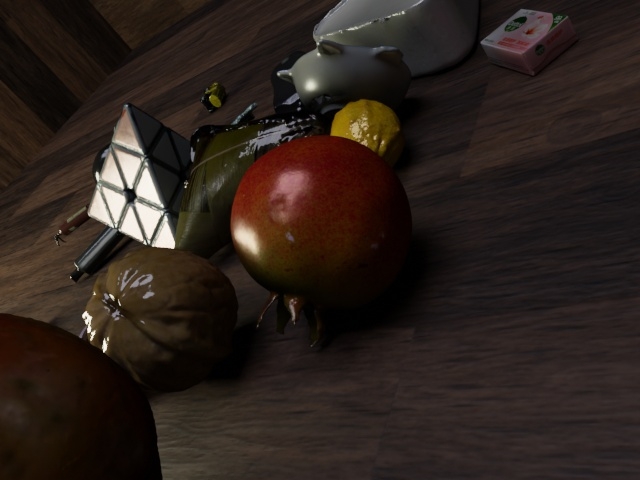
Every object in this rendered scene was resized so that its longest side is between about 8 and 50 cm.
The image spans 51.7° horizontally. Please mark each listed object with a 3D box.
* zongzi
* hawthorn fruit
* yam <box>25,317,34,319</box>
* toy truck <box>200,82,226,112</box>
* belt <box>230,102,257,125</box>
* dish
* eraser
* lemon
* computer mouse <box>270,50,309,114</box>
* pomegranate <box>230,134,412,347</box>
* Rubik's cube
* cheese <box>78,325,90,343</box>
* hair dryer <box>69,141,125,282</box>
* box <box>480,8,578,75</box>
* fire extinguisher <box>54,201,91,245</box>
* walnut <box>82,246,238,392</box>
[{"bbox_3d":[-0.118,-0.062,1.117,0.289,0.154,0.318,-2,65,43],"label":"zongzi"},{"bbox_3d":[-0.323,0.273,0.658,0.402,0.403,0.403,-29,31,19],"label":"hawthorn fruit"},{"bbox_3d":[-0.627,0.204,1.409,0.043,0.043,0.094,-39,28,1],"label":"yam"},{"bbox_3d":[-0.297,-0.403,1.854,0.054,0.049,0.083,-24,34,24],"label":"toy truck"},{"bbox_3d":[-0.175,-0.228,1.423,0.179,0.100,0.065,0,44,53],"label":"belt"},{"bbox_3d":[0.038,-0.242,1.115,0.236,0.227,0.086,122,153,-75],"label":"dish"},{"bbox_3d":[0.183,-0.452,1.265,0.331,0.150,0.331,-31,32,21],"label":"eraser"},{"bbox_3d":[0.072,-0.155,1.017,0.114,0.114,0.155,-33,35,12],"label":"lemon"},{"bbox_3d":[-0.049,-0.331,1.440,0.122,0.073,0.217,-33,36,18],"label":"computer mouse"},{"bbox_3d":[0.000,0.000,0.803,0.221,0.221,0.257,7,80,53],"label":"pomegranate"},{"bbox_3d":[-0.326,-0.107,1.316,0.228,0.233,0.229,-65,12,-4],"label":"Rubik's cube"},{"bbox_3d":[-0.315,0.176,0.965,0.042,0.191,0.105,12,49,11],"label":"cheese"},{"bbox_3d":[-0.494,-0.072,1.533,0.284,0.156,0.320,-30,37,-3],"label":"hair dryer"},{"bbox_3d":[0.315,-0.304,1.008,0.089,0.043,0.125,-40,29,0],"label":"box"},{"bbox_3d":[-0.549,-0.054,1.507,0.173,0.035,0.049,-33,56,16],"label":"fire extinguisher"},{"bbox_3d":[-0.205,0.107,0.893,0.213,0.213,0.213,-29,31,19],"label":"walnut"}]
